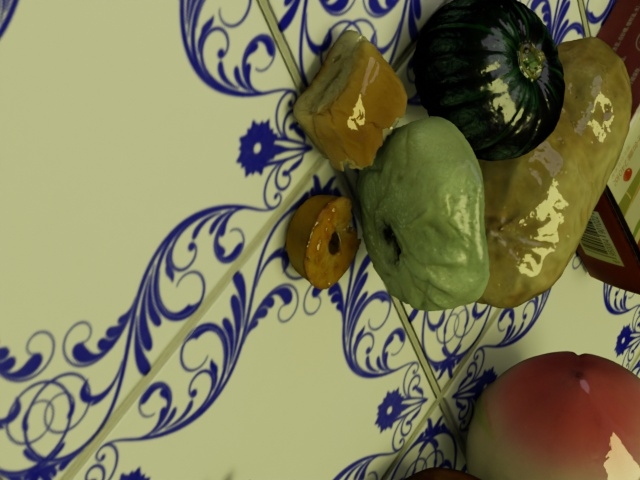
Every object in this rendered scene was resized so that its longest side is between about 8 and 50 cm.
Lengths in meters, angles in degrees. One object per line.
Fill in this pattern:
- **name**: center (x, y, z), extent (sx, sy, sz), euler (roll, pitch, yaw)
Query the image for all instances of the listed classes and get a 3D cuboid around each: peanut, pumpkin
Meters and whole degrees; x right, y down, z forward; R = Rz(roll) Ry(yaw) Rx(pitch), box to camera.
- **peanut**: center (0.274, -0.092, 1.612), extent (0.387, 0.169, 0.192), euler (-61, 144, -19)
- **pumpkin**: center (0.198, -0.188, 1.461), extent (0.202, 0.140, 0.202), euler (11, 74, -44)

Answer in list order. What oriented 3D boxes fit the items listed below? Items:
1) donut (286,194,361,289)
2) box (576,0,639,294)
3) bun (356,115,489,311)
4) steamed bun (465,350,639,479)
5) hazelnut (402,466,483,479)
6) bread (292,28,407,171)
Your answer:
- **donut**: center (0.000, 0.000, 1.396), extent (0.097, 0.043, 0.108), euler (-42, 137, -34)
- **box**: center (0.491, -0.166, 1.899), extent (0.385, 0.122, 0.344), euler (-59, 143, -15)
- **bun**: center (0.105, -0.028, 1.400), extent (0.108, 0.221, 0.221), euler (-11, 119, -16)
- **steamed bun**: center (0.346, 0.274, 1.763), extent (0.309, 0.309, 0.309), euler (-27, 127, -44)
- **hazelnut**: center (0.139, 0.407, 1.650), extent (0.251, 0.217, 0.217), euler (-35, 134, -17)
- **bread**: center (0.037, -0.143, 1.341), extent (0.125, 0.082, 0.106), euler (-57, 149, -13)
